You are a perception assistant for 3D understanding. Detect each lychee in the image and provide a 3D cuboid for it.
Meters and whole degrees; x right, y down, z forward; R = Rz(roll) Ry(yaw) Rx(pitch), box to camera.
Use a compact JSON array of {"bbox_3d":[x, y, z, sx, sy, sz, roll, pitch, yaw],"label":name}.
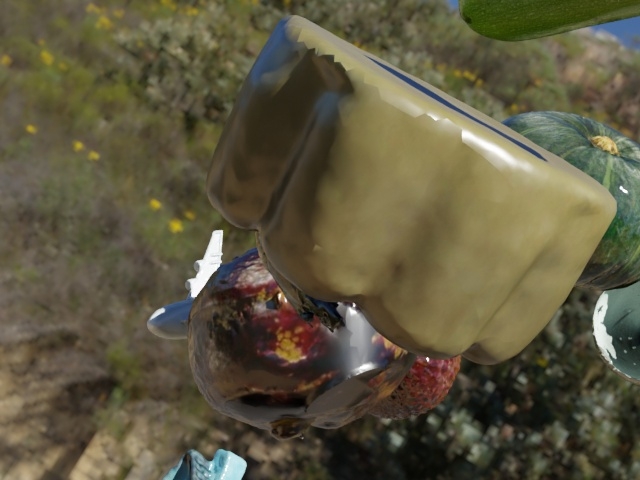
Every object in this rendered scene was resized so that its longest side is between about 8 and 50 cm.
[{"bbox_3d":[0.146,0.202,2.417,0.260,0.260,0.260,31,-8,5],"label":"lychee"}]

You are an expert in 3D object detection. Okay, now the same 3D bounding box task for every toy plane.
[{"bbox_3d":[-0.156,0.110,1.944,0.101,0.251,0.255,-7,-1,35],"label":"toy plane"}]

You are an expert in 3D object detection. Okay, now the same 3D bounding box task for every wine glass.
[{"bbox_3d":[0.536,0.147,2.086,0.190,0.190,0.357,29,-2,19],"label":"wine glass"}]

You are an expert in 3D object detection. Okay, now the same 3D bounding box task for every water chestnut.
[{"bbox_3d":[-0.025,0.088,1.772,0.335,0.335,0.347,56,17,-72],"label":"water chestnut"}]

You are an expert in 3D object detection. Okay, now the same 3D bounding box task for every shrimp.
[{"bbox_3d":[0.000,0.000,1.442,0.051,0.150,0.217,31,23,-47],"label":"shrimp"}]

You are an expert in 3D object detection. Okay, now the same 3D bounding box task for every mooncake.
[{"bbox_3d":[0.074,-0.047,1.226,0.378,0.201,0.378,29,10,-6],"label":"mooncake"}]

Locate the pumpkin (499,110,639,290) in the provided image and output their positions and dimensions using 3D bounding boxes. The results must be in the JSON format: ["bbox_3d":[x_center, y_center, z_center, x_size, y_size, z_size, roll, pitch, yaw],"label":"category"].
[{"bbox_3d":[0.344,-0.050,1.770,0.300,0.207,0.300,17,22,-7],"label":"pumpkin"}]

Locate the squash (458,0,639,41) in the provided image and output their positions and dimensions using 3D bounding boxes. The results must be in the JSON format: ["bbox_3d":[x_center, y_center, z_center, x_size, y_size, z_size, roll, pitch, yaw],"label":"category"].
[{"bbox_3d":[0.282,-0.239,1.098,0.378,0.101,0.101,-5,-30,36],"label":"squash"}]

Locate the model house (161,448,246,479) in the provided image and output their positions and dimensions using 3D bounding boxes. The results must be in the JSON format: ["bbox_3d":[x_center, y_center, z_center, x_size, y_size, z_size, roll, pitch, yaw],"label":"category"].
[{"bbox_3d":[-0.094,0.411,1.628,0.226,0.241,0.261,-7,-41,43],"label":"model house"}]
